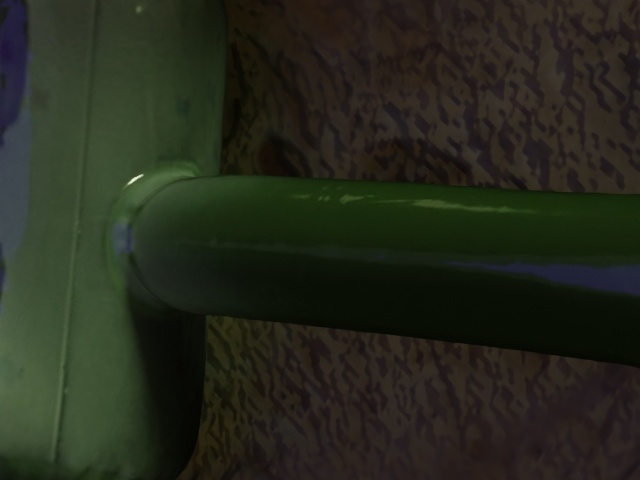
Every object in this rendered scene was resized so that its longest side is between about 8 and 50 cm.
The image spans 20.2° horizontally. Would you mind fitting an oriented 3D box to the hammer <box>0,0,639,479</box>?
[{"bbox_3d":[0.000,0.000,0.587,0.335,0.119,0.206,6,92,28],"label":"hammer"}]
